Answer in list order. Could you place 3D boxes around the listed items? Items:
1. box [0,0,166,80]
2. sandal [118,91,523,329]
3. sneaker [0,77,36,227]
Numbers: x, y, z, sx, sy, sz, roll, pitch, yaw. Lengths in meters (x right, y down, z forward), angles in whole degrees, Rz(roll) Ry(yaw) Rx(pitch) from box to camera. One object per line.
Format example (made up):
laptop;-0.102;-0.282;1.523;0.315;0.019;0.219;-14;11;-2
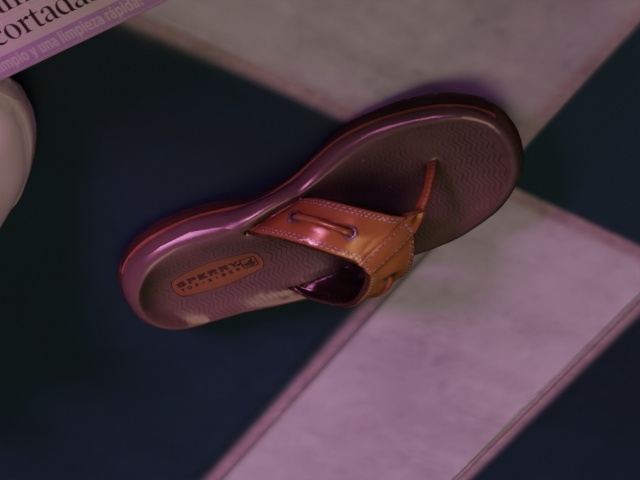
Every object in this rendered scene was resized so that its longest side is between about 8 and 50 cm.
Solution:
box;-0.054;-0.149;0.757;0.324;0.067;0.063;-23;131;15
sandal;0.000;0.000;0.905;0.219;0.060;0.090;-21;132;12
sneaker;-0.191;0.012;0.871;0.080;0.094;0.212;17;128;-20
